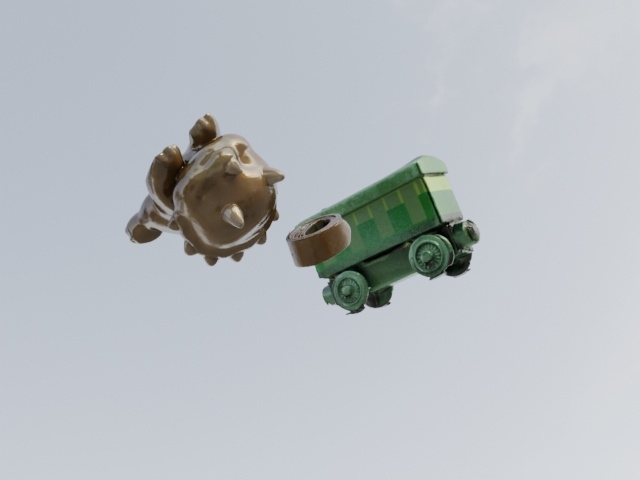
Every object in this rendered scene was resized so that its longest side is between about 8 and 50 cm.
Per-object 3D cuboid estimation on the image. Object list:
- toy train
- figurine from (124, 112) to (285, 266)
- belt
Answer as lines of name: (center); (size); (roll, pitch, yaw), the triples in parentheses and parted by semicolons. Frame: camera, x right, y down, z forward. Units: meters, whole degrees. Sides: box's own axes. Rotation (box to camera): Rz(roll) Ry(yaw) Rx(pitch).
toy train: (0.112, 0.000, 1.326); (0.300, 0.202, 0.120); (-27, -10, 31)
figurine: (-0.146, -0.049, 1.096); (0.177, 0.173, 0.247); (-46, -2, -46)
belt: (0.000, 0.000, 0.792); (0.059, 0.083, 0.036); (-14, -77, 20)
